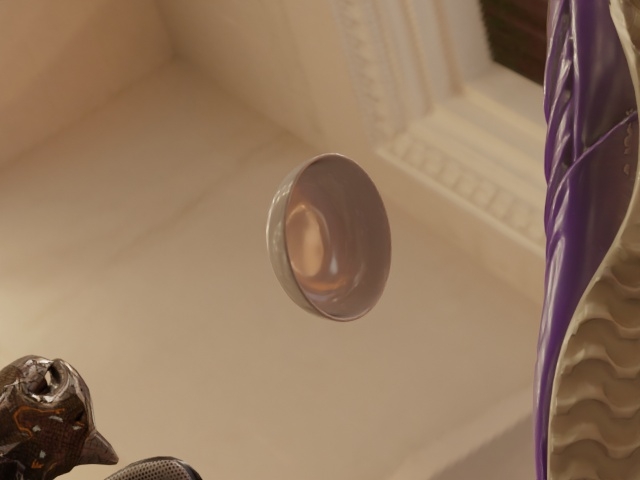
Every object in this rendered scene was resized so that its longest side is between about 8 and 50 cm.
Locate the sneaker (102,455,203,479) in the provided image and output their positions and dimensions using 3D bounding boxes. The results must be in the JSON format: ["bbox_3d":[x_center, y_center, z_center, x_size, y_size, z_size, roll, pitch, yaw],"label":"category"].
[{"bbox_3d":[-0.017,0.162,0.559,0.269,0.101,0.153,1,-65,-8],"label":"sneaker"}]

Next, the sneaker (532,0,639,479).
[{"bbox_3d":[0.126,-0.017,0.557,0.102,0.146,0.293,5,-90,-1],"label":"sneaker"}]

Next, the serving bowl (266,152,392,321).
[{"bbox_3d":[0.000,0.000,0.780,0.083,0.027,0.083,12,-106,-49],"label":"serving bowl"}]

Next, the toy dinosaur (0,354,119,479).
[{"bbox_3d":[-0.199,0.117,0.404,0.313,0.121,0.160,-38,-85,-6],"label":"toy dinosaur"}]
